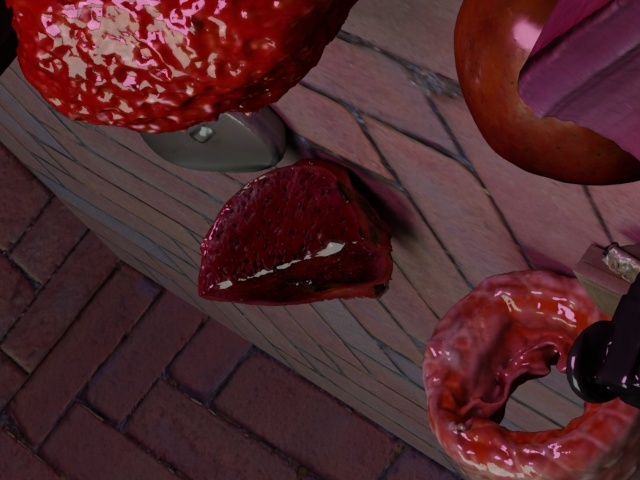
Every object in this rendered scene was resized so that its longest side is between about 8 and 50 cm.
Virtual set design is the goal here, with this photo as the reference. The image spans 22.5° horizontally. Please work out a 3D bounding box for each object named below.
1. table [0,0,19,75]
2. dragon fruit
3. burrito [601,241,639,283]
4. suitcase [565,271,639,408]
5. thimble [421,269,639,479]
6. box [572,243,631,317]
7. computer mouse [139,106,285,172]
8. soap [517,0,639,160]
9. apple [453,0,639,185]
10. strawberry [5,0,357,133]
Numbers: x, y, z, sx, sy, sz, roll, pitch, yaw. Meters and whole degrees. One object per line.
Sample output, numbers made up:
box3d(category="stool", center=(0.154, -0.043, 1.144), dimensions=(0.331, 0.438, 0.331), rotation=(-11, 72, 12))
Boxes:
box3d(category="table", center=(-0.309, -0.291, 1.379), dimensions=(0.196, 0.250, 0.282), rotation=(38, 171, -1))
box3d(category="dragon fruit", center=(0.000, 0.000, 1.919), dimensions=(0.262, 0.134, 0.211), rotation=(-17, 150, 33))
box3d(category="burrito", center=(0.312, 0.049, 1.356), dimensions=(0.171, 0.042, 0.051), rotation=(39, -160, 19))
box3d(category="suitcase", center=(0.369, 0.096, 0.923), dimensions=(0.339, 0.188, 0.345), rotation=(27, 176, -29))
box3d(category="thimble", center=(0.226, 0.156, 1.612), dimensions=(0.239, 0.239, 0.162), rotation=(30, 168, 33))
box3d(category="box", center=(0.283, 0.049, 1.474), dimensions=(0.083, 0.035, 0.079), rotation=(28, 165, 39))
box3d(category="computer mouse", center=(-0.151, -0.141, 1.939), dimensions=(0.197, 0.095, 0.331), rotation=(36, 170, -14))
box3d(category="soap", center=(0.197, -0.127, 0.541), dimensions=(0.127, 0.220, 0.325), rotation=(34, 171, -6))
box3d(category="apple", center=(0.153, -0.112, 0.951), dimensions=(0.156, 0.147, 0.158), rotation=(56, 180, 35))
box3d(category="strawberry", center=(-0.083, -0.197, 1.133), dimensions=(0.277, 0.257, 0.257), rotation=(11, 155, 34))
